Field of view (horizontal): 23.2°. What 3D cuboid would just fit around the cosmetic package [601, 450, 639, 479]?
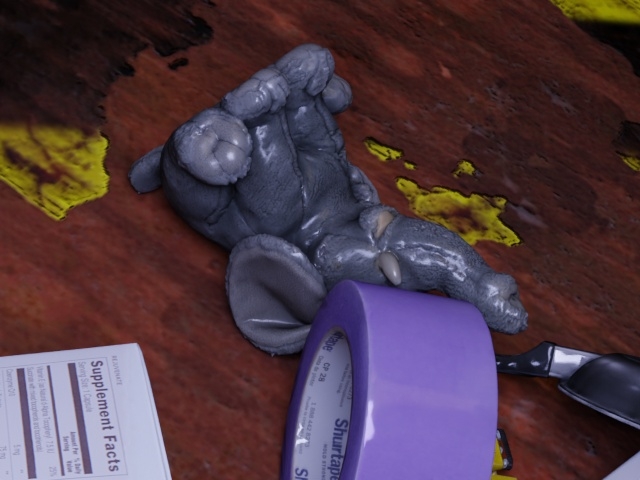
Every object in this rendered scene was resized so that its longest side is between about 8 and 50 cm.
[{"bbox_3d":[0.171,0.318,0.894,0.377,0.097,0.284,-26,61,-38],"label":"cosmetic package"}]

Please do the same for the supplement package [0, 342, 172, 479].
[{"bbox_3d":[-0.190,0.189,0.655,0.262,0.199,0.198,-5,33,-12],"label":"supplement package"}]

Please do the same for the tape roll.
[{"bbox_3d":[0.037,0.122,0.951,0.080,0.189,0.189,10,47,-14],"label":"tape roll"}]

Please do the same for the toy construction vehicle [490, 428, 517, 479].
[{"bbox_3d":[0.094,0.171,1.045,0.086,0.035,0.098,10,49,-30],"label":"toy construction vehicle"}]

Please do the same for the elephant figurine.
[{"bbox_3d":[0.000,0.000,1.084,0.169,0.186,0.239,-35,95,-5],"label":"elephant figurine"}]

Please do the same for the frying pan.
[{"bbox_3d":[0.211,0.104,1.107,0.326,0.053,0.197,22,4,35],"label":"frying pan"}]
